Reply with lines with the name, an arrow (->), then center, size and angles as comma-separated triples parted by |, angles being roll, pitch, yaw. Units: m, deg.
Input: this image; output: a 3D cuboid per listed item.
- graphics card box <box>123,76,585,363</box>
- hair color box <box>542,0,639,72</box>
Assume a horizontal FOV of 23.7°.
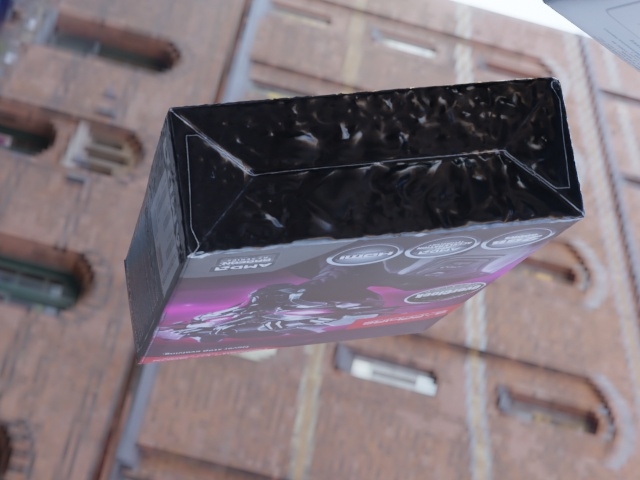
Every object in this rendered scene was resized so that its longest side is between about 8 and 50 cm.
graphics card box -> 0.000, 0.000, 1.001 | 0.371, 0.233, 0.094 | 128, -44, -71
hair color box -> 0.284, -0.141, 0.799 | 0.113, 0.185, 0.374 | -59, -166, -6
